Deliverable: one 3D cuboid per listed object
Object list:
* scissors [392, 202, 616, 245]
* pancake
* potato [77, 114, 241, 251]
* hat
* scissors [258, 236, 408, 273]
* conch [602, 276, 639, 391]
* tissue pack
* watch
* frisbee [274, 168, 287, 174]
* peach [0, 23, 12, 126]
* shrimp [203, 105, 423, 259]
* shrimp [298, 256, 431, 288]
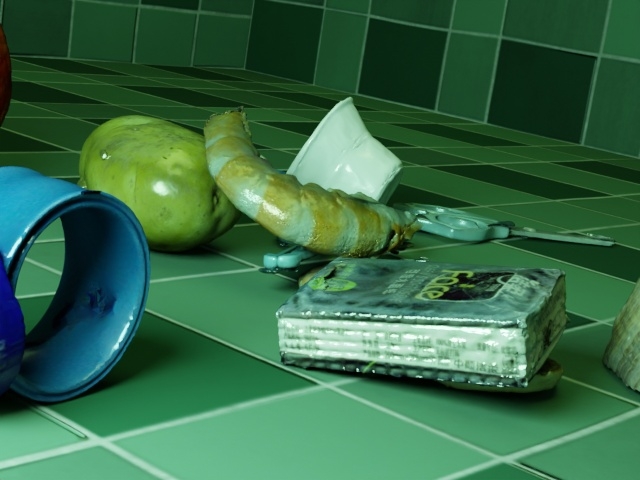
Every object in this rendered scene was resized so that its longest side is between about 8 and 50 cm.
[{"bbox_3d":[0.295,-0.020,1.887,0.360,0.029,0.191,5,11,-15],"label":"scissors"},{"bbox_3d":[0.157,0.116,1.165,0.151,0.025,0.151,4,10,-1],"label":"pancake"},{"bbox_3d":[-0.194,-0.068,1.477,0.228,0.149,0.197,22,5,32],"label":"potato"},{"bbox_3d":[0.038,-0.089,1.731,0.126,0.203,0.203,32,17,10],"label":"hat"},{"bbox_3d":[0.000,-0.001,1.499,0.180,0.032,0.393,0,7,16],"label":"scissors"},{"bbox_3d":[0.435,0.061,1.232,0.297,0.210,0.352,-1,3,33],"label":"conch"},{"bbox_3d":[0.096,0.070,1.129,0.235,0.073,0.173,3,16,24],"label":"tissue pack"},{"bbox_3d":[-0.236,0.024,0.936,0.171,0.196,0.200,28,27,31],"label":"watch"},{"bbox_3d":[-0.089,-0.090,1.918,0.242,0.045,0.242,8,13,-2],"label":"frisbee"},{"bbox_3d":[-0.547,-0.196,1.406,0.372,0.373,0.290,-2,20,-41],"label":"peach"},{"bbox_3d":[-0.040,-0.059,1.388,0.287,0.068,0.185,32,24,21],"label":"shrimp"},{"bbox_3d":[0.080,0.050,1.348,0.152,0.046,0.219,-8,11,-41],"label":"shrimp"}]
